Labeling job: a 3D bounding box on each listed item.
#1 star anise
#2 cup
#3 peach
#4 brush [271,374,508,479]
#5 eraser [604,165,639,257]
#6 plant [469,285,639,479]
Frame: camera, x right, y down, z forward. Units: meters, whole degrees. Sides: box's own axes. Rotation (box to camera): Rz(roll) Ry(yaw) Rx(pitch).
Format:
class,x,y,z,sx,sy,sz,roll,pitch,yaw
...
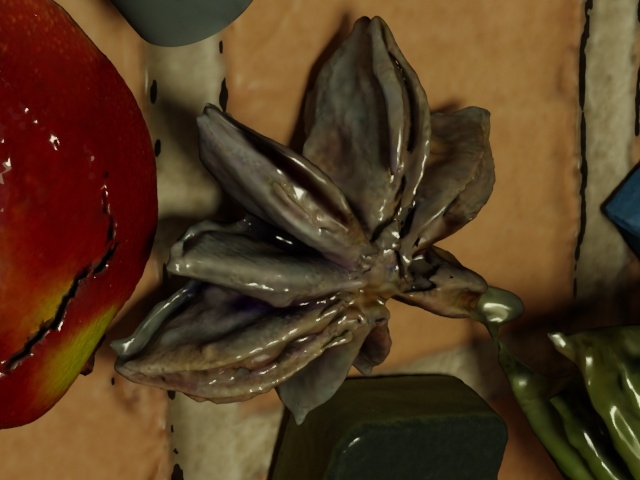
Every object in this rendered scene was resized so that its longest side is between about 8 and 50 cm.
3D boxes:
class,x,y,z,sx,sy,sz,roll,pitch,yaw
star anise,0.000,0.000,0.997,0.236,0.093,0.229,-45,135,-11
cup,-0.068,-0.146,0.902,0.077,0.078,0.100,56,46,-42
peach,-0.160,-0.024,0.896,0.189,0.068,0.279,-38,127,-16
brush,0.028,0.175,1.115,0.123,0.059,0.197,1,110,-32
eraser,0.299,0.029,1.238,0.144,0.042,0.312,-47,128,-7
plant,0.206,0.185,1.095,0.251,0.180,0.333,11,69,-41
